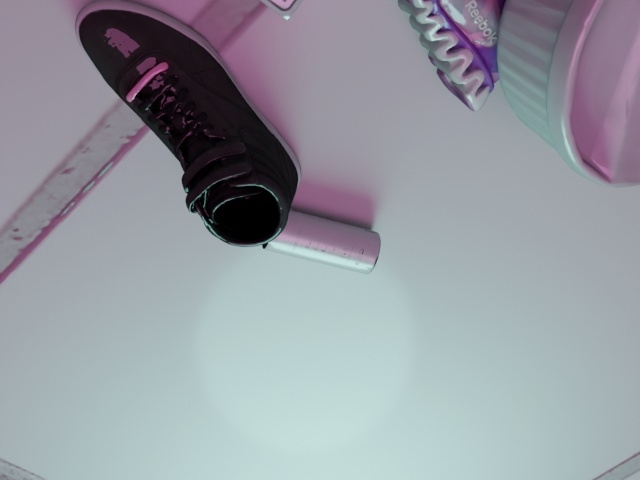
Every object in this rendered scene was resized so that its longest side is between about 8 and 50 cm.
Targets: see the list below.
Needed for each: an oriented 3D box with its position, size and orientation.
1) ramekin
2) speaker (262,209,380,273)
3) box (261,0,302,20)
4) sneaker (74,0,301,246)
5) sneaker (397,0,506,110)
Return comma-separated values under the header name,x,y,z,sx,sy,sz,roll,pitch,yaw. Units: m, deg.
name,x,y,z,sx,sy,sz,roll,pitch,yaw
ramekin,0.289,-0.195,0.667,0.272,0.127,0.273,-17,128,-23
speaker,0.000,0.000,0.850,0.136,0.055,0.055,13,121,-15
box,-0.007,-0.355,0.588,0.169,0.087,0.290,33,115,-25
sneaker,-0.124,-0.110,0.705,0.104,0.147,0.296,-36,119,19
sneaker,0.132,-0.243,0.686,0.104,0.095,0.236,-35,126,8
